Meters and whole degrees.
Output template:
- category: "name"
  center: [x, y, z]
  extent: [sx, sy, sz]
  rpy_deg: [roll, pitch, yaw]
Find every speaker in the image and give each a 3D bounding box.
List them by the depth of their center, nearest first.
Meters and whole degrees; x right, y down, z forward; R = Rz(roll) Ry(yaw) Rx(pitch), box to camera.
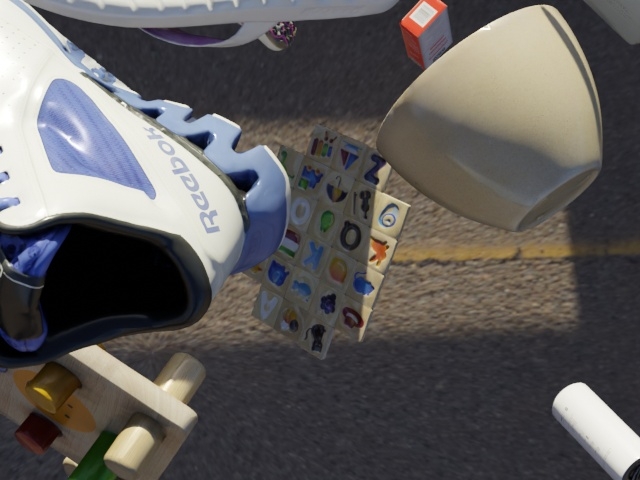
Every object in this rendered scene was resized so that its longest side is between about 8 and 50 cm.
- category: "speaker"
  center: [0.322, 0.222, 1.285]
  extent: [0.055, 0.136, 0.055]
  rpy_deg: [-13, 124, -21]

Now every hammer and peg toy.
- category: "hammer and peg toy"
  center: [-0.274, 0.167, 1.131]
  extent: [0.266, 0.361, 0.127]
  rpy_deg: [34, 57, -1]

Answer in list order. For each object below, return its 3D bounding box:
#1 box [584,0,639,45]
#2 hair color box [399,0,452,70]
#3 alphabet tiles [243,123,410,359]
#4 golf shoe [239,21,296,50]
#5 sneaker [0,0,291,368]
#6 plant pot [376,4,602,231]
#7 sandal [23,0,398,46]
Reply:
- category: "box"
  center: [0.187, -0.233, 0.551]
  extent: [0.168, 0.345, 0.215]
  rpy_deg: [44, 103, 1]
- category: "hair color box"
  center: [0.172, -0.335, 1.828]
  extent: [0.043, 0.141, 0.072]
  rpy_deg: [42, 86, 17]
- category: "alphabet tiles"
  center: [0.000, 0.000, 1.818]
  extent: [0.285, 0.011, 0.343]
  rpy_deg: [27, 103, 37]
- category: "golf shoe"
  center: [-0.103, -0.289, 1.305]
  extent: [0.186, 0.086, 0.067]
  rpy_deg: [50, 46, -7]
- category: "sneaker"
  center: [-0.177, -0.037, 0.638]
  extent: [0.315, 0.182, 0.127]
  rpy_deg: [24, 121, -2]
- category: "plant pot"
  center: [0.238, -0.124, 1.407]
  extent: [0.284, 0.284, 0.191]
  rpy_deg: [-32, 73, -10]
- category: "sandal"
  center: [-0.114, -0.234, 1.017]
  extent: [0.416, 0.102, 0.169]
  rpy_deg: [0, 57, -20]
